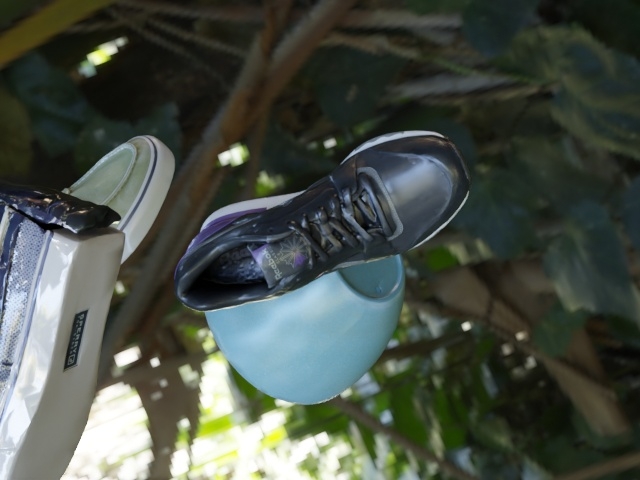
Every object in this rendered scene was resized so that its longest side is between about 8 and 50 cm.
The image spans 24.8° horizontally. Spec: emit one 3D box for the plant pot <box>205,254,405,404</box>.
[{"bbox_3d":[0.008,0.062,2.043,0.195,0.290,0.290,-34,77,45],"label":"plant pot"}]

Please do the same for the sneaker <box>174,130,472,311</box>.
[{"bbox_3d":[0.000,0.000,1.276,0.107,0.283,0.124,61,-155,-12],"label":"sneaker"}]

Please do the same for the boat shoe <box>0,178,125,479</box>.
[{"bbox_3d":[-0.304,0.100,1.397,0.158,0.127,0.341,23,104,20],"label":"boat shoe"}]

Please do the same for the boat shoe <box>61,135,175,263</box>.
[{"bbox_3d":[-0.280,0.000,1.593,0.094,0.302,0.109,40,178,-43],"label":"boat shoe"}]
